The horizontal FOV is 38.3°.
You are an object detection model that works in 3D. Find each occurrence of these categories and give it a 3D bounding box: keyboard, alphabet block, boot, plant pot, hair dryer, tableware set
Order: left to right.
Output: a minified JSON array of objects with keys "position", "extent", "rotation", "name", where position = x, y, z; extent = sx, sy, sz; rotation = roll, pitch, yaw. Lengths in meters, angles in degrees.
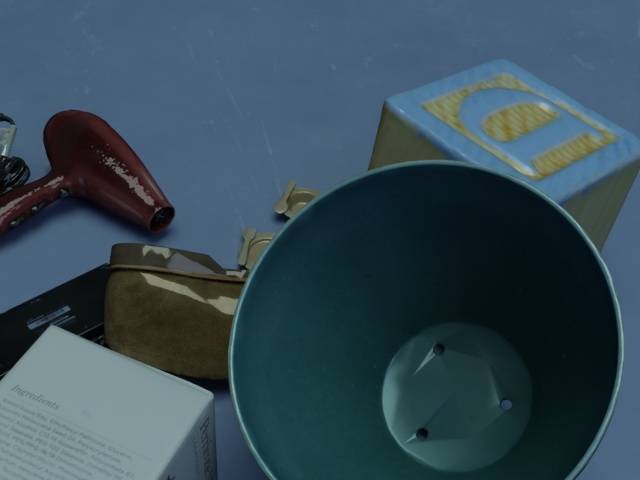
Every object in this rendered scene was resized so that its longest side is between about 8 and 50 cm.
[{"position":[-0.300,-0.049,1.010],"extent":[0.294,0.080,0.223],"rotation":[3,60,6],"name":"hair dryer"},{"position":[-0.252,0.090,0.891],"extent":[0.180,0.023,0.108],"rotation":[-29,47,-29],"name":"keyboard"},{"position":[-0.054,0.083,0.885],"extent":[0.305,0.112,0.115],"rotation":[8,76,-5],"name":"boot"},{"position":[0.000,0.000,1.005],"extent":[0.169,0.020,0.141],"rotation":[18,46,13],"name":"tableware set"},{"position":[0.096,0.106,0.754],"extent":[0.290,0.195,0.290],"rotation":[-7,67,16],"name":"plant pot"},{"position":[0.169,-0.037,0.919],"extent":[0.192,0.197,0.193],"rotation":[-23,51,-36],"name":"alphabet block"}]

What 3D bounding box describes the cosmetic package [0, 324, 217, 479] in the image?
[{"position":[-0.186,0.195,0.696],"extent":[0.151,0.151,0.183],"rotation":[21,48,15],"name":"cosmetic package"}]
